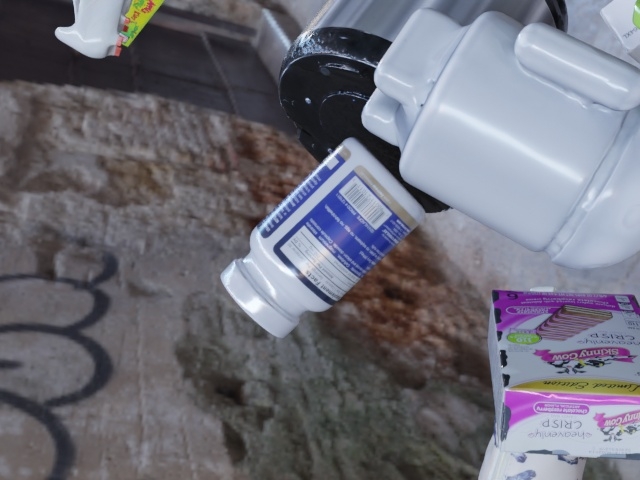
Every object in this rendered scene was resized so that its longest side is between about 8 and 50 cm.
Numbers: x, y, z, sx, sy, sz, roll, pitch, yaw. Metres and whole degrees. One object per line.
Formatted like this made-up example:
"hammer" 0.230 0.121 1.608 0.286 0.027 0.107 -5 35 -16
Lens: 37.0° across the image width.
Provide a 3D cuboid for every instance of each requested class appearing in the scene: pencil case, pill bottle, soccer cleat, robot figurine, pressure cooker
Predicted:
"pencil case" 0.326 0.278 1.439 0.159 0.183 0.410 12 87 38
"pill bottle" 0.000 0.000 1.301 0.264 0.153 0.153 -43 27 6
"soccer cleat" -0.240 -0.299 1.089 0.068 0.076 0.196 135 151 -65
"robot figurine" 0.222 -0.101 0.989 0.200 0.353 0.300 -58 -6 -24
"pressure cooker" 0.180 -0.303 1.499 0.369 0.375 0.420 7 53 44

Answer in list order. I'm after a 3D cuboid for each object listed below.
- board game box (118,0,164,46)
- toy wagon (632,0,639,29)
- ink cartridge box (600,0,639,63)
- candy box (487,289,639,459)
"board game box" -0.299 -0.425 1.643 0.181 0.043 0.092 -38 37 41
"toy wagon" 0.312 -0.291 0.743 0.068 0.344 0.267 -121 25 -52
"ink cartridge box" 0.524 -0.328 1.420 0.148 0.203 0.086 -36 67 25
"candy box" 0.253 0.125 0.956 0.233 0.159 0.071 -73 -16 -68
